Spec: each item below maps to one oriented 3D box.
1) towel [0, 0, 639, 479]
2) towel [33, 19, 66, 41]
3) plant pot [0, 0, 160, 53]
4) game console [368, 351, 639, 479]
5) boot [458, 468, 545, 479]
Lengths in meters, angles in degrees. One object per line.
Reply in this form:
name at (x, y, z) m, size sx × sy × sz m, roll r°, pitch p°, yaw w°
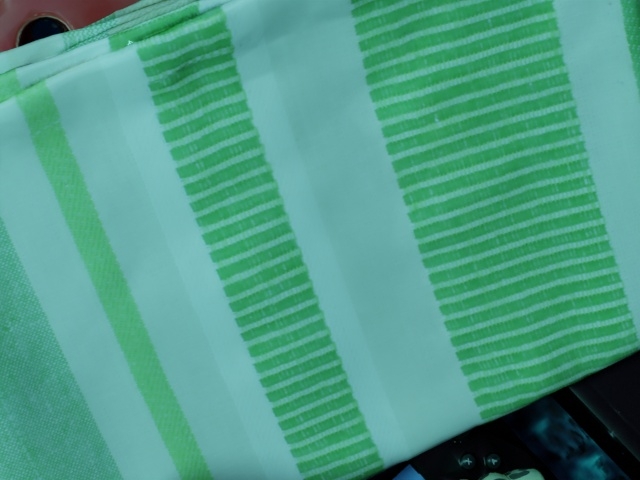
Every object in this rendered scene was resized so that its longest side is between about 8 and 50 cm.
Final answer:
towel at (0.000, 0.000, 0.585) m, size 0.325 × 0.038 × 0.248 m, roll -25°, pitch 118°, yaw -7°
towel at (-0.283, -0.072, 0.760) m, size 0.243 × 0.040 × 0.336 m, roll 35°, pitch 79°, yaw 14°
plant pot at (-0.147, -0.059, 0.637) m, size 0.174 × 0.191 × 0.191 m, roll -41°, pitch 76°, yaw -2°
game console at (0.090, 0.118, 0.668) m, size 0.361 × 0.044 × 0.213 m, roll -42°, pitch 76°, yaw -5°
boot at (0.011, 0.204, 0.598) m, size 0.179 × 0.085 × 0.236 m, roll -5°, pitch 105°, yaw -9°
